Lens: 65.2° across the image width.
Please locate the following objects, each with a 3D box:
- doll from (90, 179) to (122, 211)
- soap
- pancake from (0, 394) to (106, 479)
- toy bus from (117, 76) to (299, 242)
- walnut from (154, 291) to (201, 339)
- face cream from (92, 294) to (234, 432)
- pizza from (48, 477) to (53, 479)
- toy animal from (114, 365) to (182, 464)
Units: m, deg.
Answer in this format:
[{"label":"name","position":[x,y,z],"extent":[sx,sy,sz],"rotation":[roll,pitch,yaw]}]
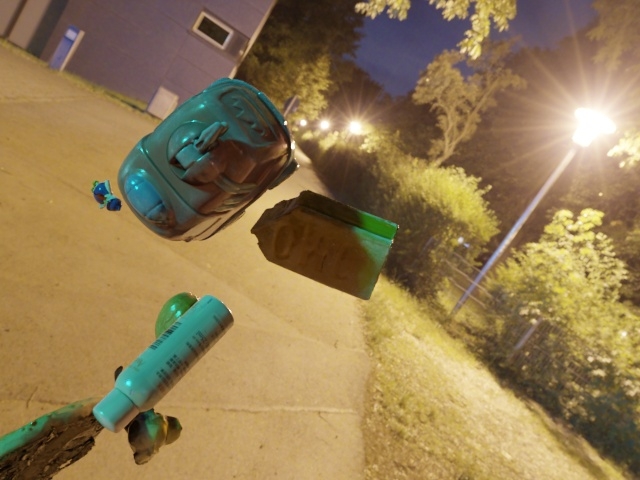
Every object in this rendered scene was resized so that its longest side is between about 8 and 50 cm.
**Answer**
[{"label":"doll","position":[-0.627,-0.126,1.473],"extent":[0.143,0.098,0.058],"rotation":[38,27,27]},{"label":"soap","position":[0.000,0.000,0.947],"extent":[0.258,0.160,0.080],"rotation":[21,38,7]},{"label":"pancake","position":[-0.582,0.441,0.972],"extent":[0.071,0.382,0.382],"rotation":[48,12,15]},{"label":"toy bus","position":[-0.192,-0.117,0.796],"extent":[0.197,0.294,0.232],"rotation":[53,22,-5]},{"label":"walnut","position":[-0.418,0.259,1.530],"extent":[0.165,0.197,0.165],"rotation":[19,22,-8]},{"label":"face cream","position":[-0.263,0.206,0.852],"extent":[0.082,0.269,0.081],"rotation":[26,-40,24]},{"label":"pizza","position":[-0.703,0.582,1.186],"extent":[0.251,0.288,0.074],"rotation":[58,-6,-6]},{"label":"toy animal","position":[-0.401,0.411,1.144],"extent":[0.233,0.121,0.168],"rotation":[36,-35,41]}]
